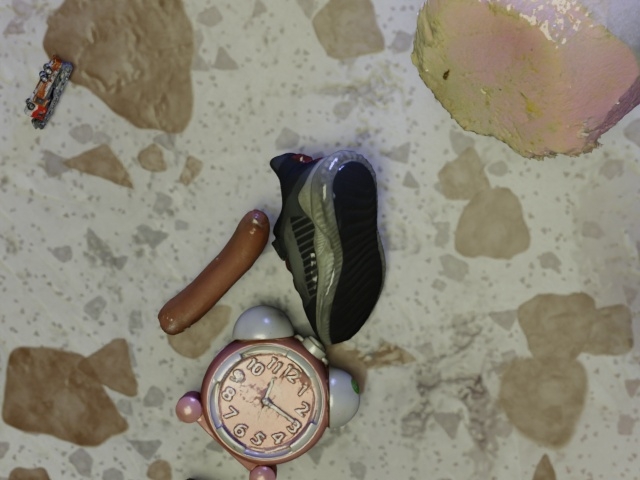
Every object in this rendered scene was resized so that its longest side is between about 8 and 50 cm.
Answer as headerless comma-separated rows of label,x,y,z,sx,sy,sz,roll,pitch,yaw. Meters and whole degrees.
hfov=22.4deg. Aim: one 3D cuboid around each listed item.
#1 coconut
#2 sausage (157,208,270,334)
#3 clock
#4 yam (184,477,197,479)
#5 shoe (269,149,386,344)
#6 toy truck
coconut,0.231,-0.210,1.575,0.233,0.245,0.233,23,136,24
sausage,-0.112,0.036,1.764,0.043,0.043,0.186,43,116,-1
clock,-0.055,0.168,1.773,0.166,0.093,0.162,43,95,-1
yam,-0.015,0.348,1.808,0.317,0.071,0.067,20,67,6
shoe,0.000,0.000,1.729,0.112,0.099,0.228,25,128,36
toy truck,-0.301,-0.162,1.776,0.032,0.024,0.083,24,103,-26
